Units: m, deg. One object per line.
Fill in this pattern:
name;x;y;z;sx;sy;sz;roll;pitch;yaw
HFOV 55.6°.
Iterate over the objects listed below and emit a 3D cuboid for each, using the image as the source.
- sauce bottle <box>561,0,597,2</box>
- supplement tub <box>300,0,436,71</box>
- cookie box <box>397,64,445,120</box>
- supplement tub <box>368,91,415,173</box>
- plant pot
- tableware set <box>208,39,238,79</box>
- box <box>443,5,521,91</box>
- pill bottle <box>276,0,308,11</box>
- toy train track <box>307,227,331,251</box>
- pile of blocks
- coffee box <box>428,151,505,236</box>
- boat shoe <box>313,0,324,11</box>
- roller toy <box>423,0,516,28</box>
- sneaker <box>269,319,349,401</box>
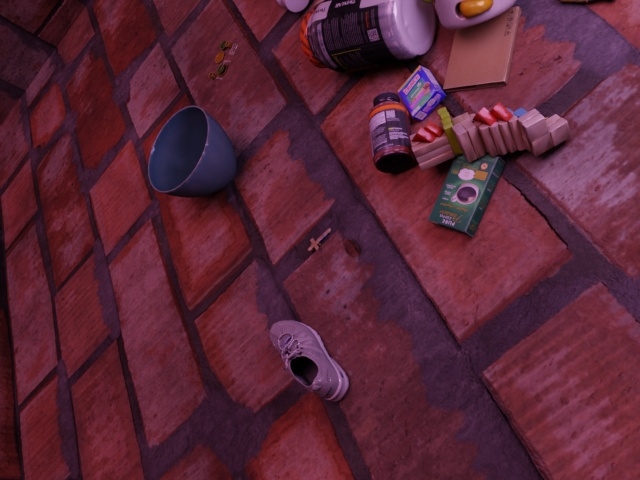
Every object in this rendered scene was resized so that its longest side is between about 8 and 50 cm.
sauce bottle;0.584;-0.545;1.334;0.128;0.042;0.042;24;89;46
supplement tub;0.120;-0.571;1.635;0.338;0.207;0.207;3;74;41
cookie box;0.255;-0.374;1.540;0.092;0.040;0.107;-47;46;32
supplement tub;0.177;-0.276;1.534;0.106;0.106;0.198;-21;59;33
plant pot;-0.384;-0.256;1.949;0.290;0.195;0.290;-18;61;36
tableware set;-0.365;-0.662;2.221;0.104;0.024;0.154;22;88;44
box;0.393;-0.464;1.482;0.164;0.021;0.201;4;75;42
pill bottle;-0.111;-0.837;2.013;0.112;0.112;0.187;-45;49;17
toy train track;0.000;0.000;1.636;0.083;0.014;0.048;-44;42;11
pile of blocks;0.352;-0.259;1.338;0.362;0.113;0.149;-3;49;33
coffee box;0.329;-0.109;1.374;0.113;0.040;0.184;20;86;45
boat shoe;0.139;-0.720;1.752;0.341;0.121;0.110;-6;64;29
roller toy;0.364;-0.593;1.437;0.191;0.146;0.209;-34;27;-15
sneaker;-0.047;0.277;1.488;0.281;0.115;0.105;35;97;44
